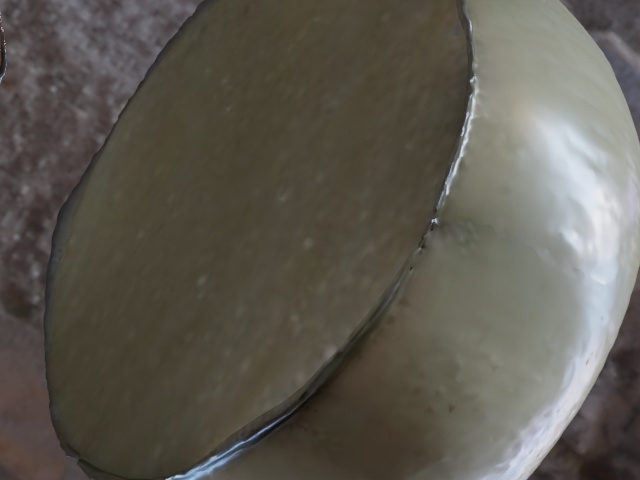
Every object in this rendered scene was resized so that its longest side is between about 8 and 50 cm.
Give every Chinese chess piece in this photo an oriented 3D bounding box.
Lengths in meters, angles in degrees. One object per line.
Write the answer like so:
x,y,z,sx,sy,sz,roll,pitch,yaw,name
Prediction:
0.000,0.000,0.722,0.338,0.140,0.338,-32,-139,33,Chinese chess piece

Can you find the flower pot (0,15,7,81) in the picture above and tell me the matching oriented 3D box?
-0.416,-0.186,1.305,0.190,0.191,0.173,-27,-178,42,flower pot
